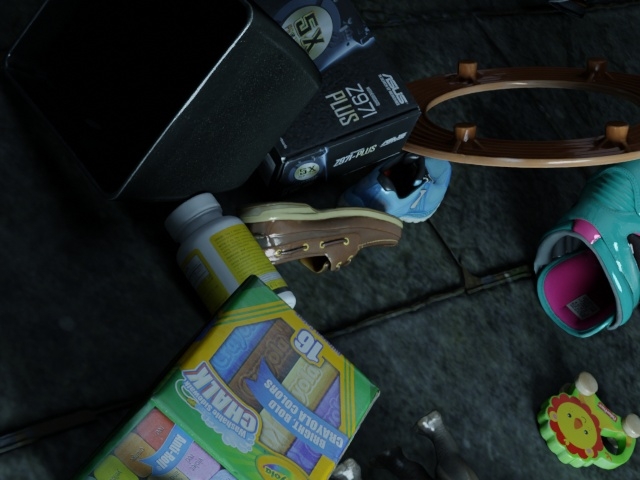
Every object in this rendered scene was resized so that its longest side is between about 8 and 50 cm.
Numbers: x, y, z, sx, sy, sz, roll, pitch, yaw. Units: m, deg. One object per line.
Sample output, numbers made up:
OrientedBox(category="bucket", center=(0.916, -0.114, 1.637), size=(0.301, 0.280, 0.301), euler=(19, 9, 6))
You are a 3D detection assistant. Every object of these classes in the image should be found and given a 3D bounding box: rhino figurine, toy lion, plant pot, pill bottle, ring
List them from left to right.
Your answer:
OrientedBox(category="plant pot", center=(-0.111, -0.141, 1.185), size=(0.188, 0.187, 0.167), euler=(48, 17, 32))
OrientedBox(category="pill bottle", center=(-0.077, 0.021, 1.172), size=(0.065, 0.065, 0.116), euler=(-19, 70, -50))
OrientedBox(category="rhino figurine", center=(0.035, 0.221, 1.079), size=(0.243, 0.073, 0.106), euler=(-23, 68, -42))
OrientedBox(category="ring", center=(0.214, -0.138, 1.444), size=(0.337, 0.032, 0.336), euler=(-1, 21, 1))
OrientedBox(category="toy lion", center=(0.251, 0.179, 1.362), size=(0.100, 0.034, 0.096), euler=(41, 44, -6))

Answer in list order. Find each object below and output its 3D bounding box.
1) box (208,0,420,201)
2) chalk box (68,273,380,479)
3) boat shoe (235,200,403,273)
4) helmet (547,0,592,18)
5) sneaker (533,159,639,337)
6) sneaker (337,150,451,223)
OrientedBox(category="box", center=(-0.020, -0.146, 1.330), size=(0.147, 0.077, 0.180), euler=(-22, 69, -23))
OrientedBox(category="chalk box", center=(-0.076, 0.150, 0.993), size=(0.132, 0.132, 0.213), euler=(43, 35, -2))
OrientedBox(category="boat shoe", center=(0.000, 0.000, 1.277), size=(0.178, 0.064, 0.060), euler=(2, 84, -41))
OrientedBox(category="helmet", center=(0.331, -0.379, 1.863), size=(0.161, 0.169, 0.169), euler=(20, 41, -53))
OrientedBox(category="sneaker", center=(0.314, 0.039, 1.484), size=(0.124, 0.178, 0.295), euler=(36, -15, 42))
OrientedBox(category="sneaker", center=(0.088, -0.055, 1.393), size=(0.063, 0.073, 0.162), euler=(51, 36, 8))
